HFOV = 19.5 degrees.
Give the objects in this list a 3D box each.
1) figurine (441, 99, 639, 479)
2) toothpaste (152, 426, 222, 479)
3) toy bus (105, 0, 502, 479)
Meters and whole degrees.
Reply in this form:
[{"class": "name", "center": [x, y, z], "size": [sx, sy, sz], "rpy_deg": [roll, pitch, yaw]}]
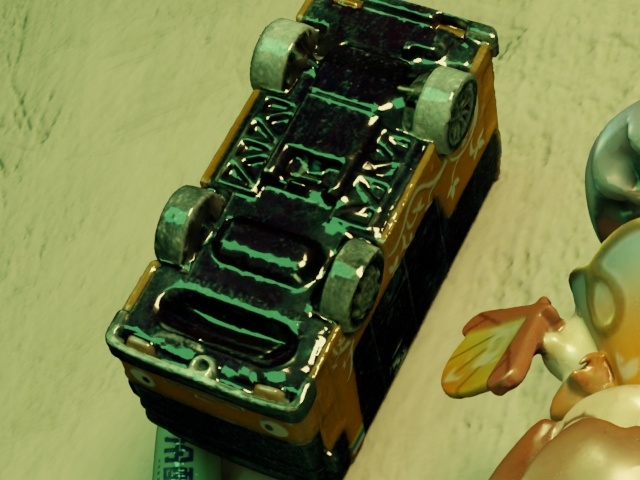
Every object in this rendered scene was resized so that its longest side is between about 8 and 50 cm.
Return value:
[{"class": "figurine", "center": [0.193, 0.129, 1.029], "size": [0.276, 0.248, 0.388], "rpy_deg": [-12, 36, 34]}, {"class": "toothpaste", "center": [-0.094, 0.222, 1.296], "size": [0.074, 0.048, 0.297], "rpy_deg": [-17, 46, 17]}, {"class": "toy bus", "center": [0.000, 0.000, 1.303], "size": [0.161, 0.194, 0.323], "rpy_deg": [19, 63, 19]}]
